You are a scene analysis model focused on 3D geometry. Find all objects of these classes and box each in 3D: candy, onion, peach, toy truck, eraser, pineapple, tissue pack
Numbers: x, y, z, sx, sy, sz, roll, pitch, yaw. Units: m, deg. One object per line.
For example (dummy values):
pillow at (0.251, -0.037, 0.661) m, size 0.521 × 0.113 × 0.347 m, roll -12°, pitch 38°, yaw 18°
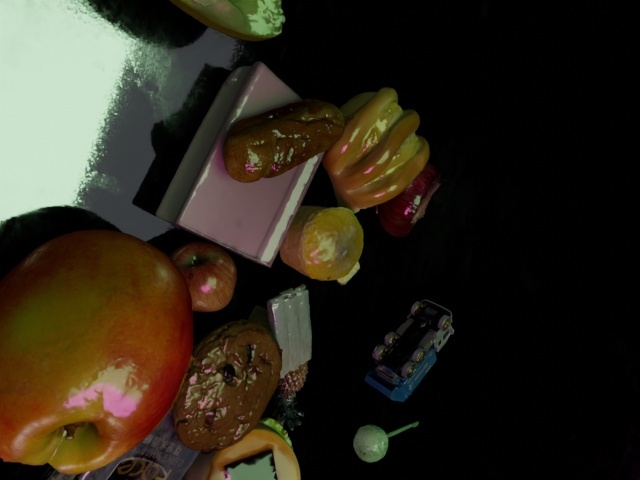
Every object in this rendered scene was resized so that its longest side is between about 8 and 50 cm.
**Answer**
candy at (0.258, 0.714, 1.745) m, size 0.440 × 0.119 × 0.119 m, roll 14°, pitch 94°, yaw -55°
onion at (0.250, -0.128, 1.381) m, size 0.161 × 0.248 × 0.248 m, roll 43°, pitch 68°, yaw -3°
peach at (0.072, 0.088, 1.366) m, size 0.077 × 0.050 × 0.083 m, roll 2°, pitch 93°, yaw -21°
toy truck at (0.310, 0.380, 1.637) m, size 0.367 × 0.146 × 0.175 m, roll -43°, pitch 137°, yaw -22°
eraser at (-0.147, -0.153, 1.024) m, size 0.272 × 0.122 × 0.359 m, roll 29°, pitch 81°, yaw -44°
peach at (-0.375, 0.128, 0.764) m, size 0.306 × 0.380 × 0.242 m, roll -34°, pitch 131°, yaw 0°
pineapple at (-0.079, 0.396, 1.284) m, size 0.083 × 0.103 × 0.221 m, roll -7°, pitch 109°, yaw -56°
tissue pack at (-0.377, 0.429, 0.990) m, size 0.361 × 0.122 × 0.259 m, roll -55°, pitch 137°, yaw -19°

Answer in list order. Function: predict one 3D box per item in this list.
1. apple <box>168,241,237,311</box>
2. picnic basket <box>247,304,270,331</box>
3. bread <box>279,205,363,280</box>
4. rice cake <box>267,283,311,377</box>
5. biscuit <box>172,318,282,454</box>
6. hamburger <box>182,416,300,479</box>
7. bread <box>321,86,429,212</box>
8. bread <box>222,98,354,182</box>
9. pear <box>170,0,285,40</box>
apple at (-0.245, 0.079, 0.987) m, size 0.146 × 0.146 × 0.131 m, roll -40°, pitch 148°, yaw -28°
picnic basket at (-0.139, 0.255, 1.194) m, size 0.115 × 0.079 × 0.164 m, roll 36°, pitch 77°, yaw -43°
bread at (-0.001, 0.003, 1.180) m, size 0.197 × 0.170 × 0.197 m, roll -18°, pitch 115°, yaw -42°
rice cake at (-0.075, 0.218, 1.159) m, size 0.124 × 0.038 × 0.211 m, roll -23°, pitch 117°, yaw -37°
biscuit at (-0.187, 0.314, 1.017) m, size 0.296 × 0.075 × 0.296 m, roll -18°, pitch 114°, yaw -48°
hamburger at (-0.187, 0.580, 1.155) m, size 0.294 × 0.179 × 0.276 m, roll -9°, pitch 80°, yaw -33°
bread at (0.149, -0.239, 1.202) m, size 0.316 × 0.211 × 0.270 m, roll -49°, pitch 134°, yaw -38°
bread at (-0.046, -0.212, 0.959) m, size 0.344 × 0.084 × 0.124 m, roll -29°, pitch 121°, yaw -34°
pear at (-0.211, -0.527, 0.770) m, size 0.318 × 0.238 × 0.342 m, roll -2°, pitch 111°, yaw -32°
